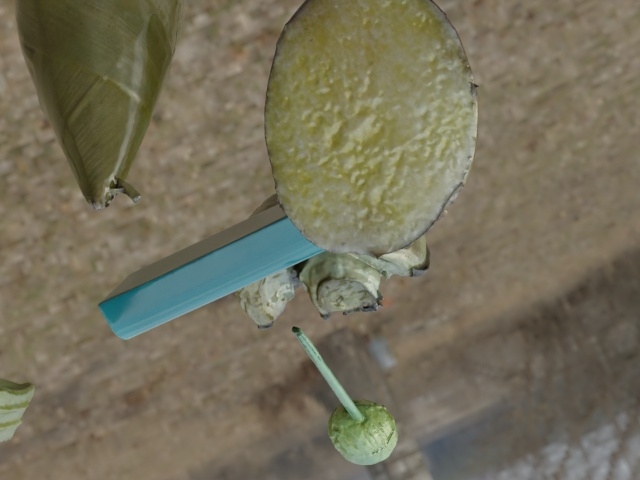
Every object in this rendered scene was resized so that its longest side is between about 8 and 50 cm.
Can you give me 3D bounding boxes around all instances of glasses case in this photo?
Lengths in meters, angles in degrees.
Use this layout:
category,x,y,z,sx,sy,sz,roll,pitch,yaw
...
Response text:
category,x,y,z,sx,sy,sz,roll,pitch,yaw
glasses case,-0.122,0.031,2.016,0.301,0.070,0.117,-26,-169,23

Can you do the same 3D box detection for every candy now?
category,x,y,z,sx,sy,sz,roll,pitch,yaw
candy,0.022,0.195,2.103,0.092,0.093,0.335,-22,142,7

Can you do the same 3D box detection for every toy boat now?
category,x,y,z,sx,sy,sz,roll,pitch,yaw
toy boat,-0.398,0.173,1.808,0.276,0.111,0.084,66,48,-81

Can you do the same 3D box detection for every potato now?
category,x,y,z,sx,sy,sz,roll,pitch,yaw
potato,0.068,-0.133,1.768,0.239,0.299,0.116,0,-174,21

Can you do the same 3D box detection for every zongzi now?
category,x,y,z,sx,sy,sz,roll,pitch,yaw
zongzi,-0.229,-0.304,1.560,0.181,0.447,0.418,-7,-147,-2

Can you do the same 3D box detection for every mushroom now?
category,x,y,z,sx,sy,sz,roll,pitch,yaw
mushroom,0.004,-0.005,2.237,0.267,0.164,0.189,-11,-147,20
